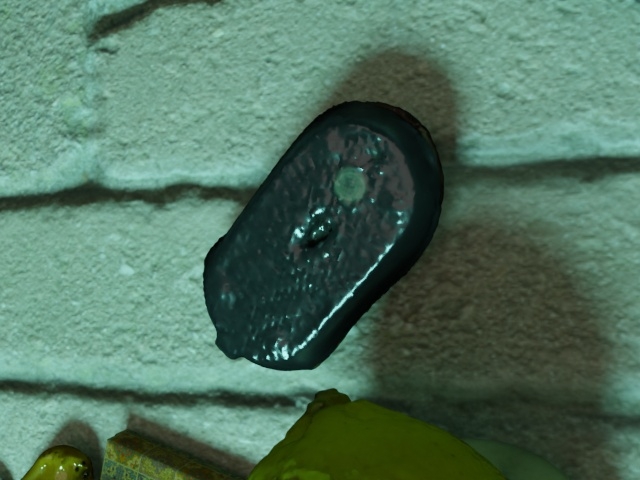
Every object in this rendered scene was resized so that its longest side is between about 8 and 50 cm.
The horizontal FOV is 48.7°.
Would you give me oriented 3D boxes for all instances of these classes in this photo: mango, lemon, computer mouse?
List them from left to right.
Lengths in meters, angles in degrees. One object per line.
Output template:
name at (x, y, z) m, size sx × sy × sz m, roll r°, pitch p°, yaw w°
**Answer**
mango at (-0.337, 0.306, 0.897) m, size 0.127 × 0.063 × 0.077 m, roll -36°, pitch 81°, yaw 21°
computer mouse at (0.002, -0.001, 0.754) m, size 0.183 × 0.116 × 0.323 m, roll 46°, pitch 110°, yaw 15°
lemon at (0.050, 0.272, 0.535) m, size 0.268 × 0.268 × 0.321 m, roll -34°, pitch 56°, yaw 16°

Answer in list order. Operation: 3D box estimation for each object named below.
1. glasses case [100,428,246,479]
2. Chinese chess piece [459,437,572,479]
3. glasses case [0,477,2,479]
glasses case at (-0.157, 0.297, 0.836) m, size 0.218 × 0.049 × 0.075 m, roll 15°, pitch 99°, yaw 21°
Chinese chess piece at (0.153, 0.330, 0.684) m, size 0.270 × 0.112 × 0.269 m, roll -1°, pitch 87°, yaw 22°
glasses case at (-0.491, 0.389, 0.957) m, size 0.193 × 0.049 × 0.074 m, roll -40°, pitch 75°, yaw 14°
